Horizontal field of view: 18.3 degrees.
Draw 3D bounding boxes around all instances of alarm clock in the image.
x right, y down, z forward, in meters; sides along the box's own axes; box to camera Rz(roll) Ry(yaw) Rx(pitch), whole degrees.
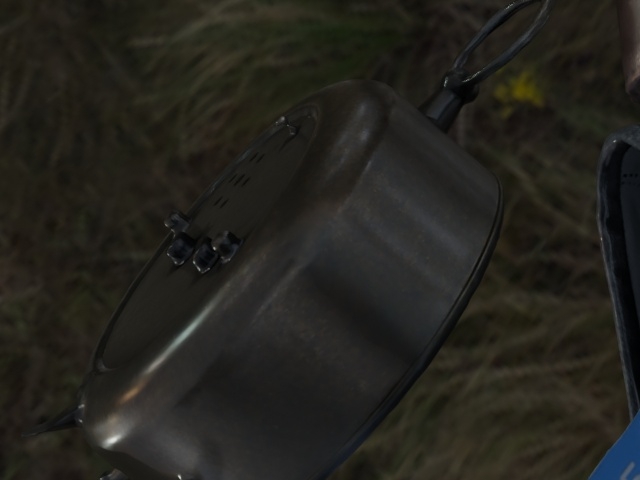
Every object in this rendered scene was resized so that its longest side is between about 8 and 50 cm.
[{"bbox_3d":[0.000,0.000,0.554,0.064,0.129,0.192,43,83,-13],"label":"alarm clock"}]

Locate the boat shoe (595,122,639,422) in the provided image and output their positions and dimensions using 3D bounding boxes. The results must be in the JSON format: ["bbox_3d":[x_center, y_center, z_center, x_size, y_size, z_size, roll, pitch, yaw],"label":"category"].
[{"bbox_3d":[0.131,0.095,0.557,0.102,0.301,0.108,6,151,-17],"label":"boat shoe"}]

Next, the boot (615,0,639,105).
[{"bbox_3d":[0.077,-0.128,0.533,0.248,0.206,0.090,-21,144,40],"label":"boot"}]

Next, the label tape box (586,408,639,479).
[{"bbox_3d":[0.015,0.238,0.482,0.347,0.115,0.249,-54,47,20],"label":"label tape box"}]
